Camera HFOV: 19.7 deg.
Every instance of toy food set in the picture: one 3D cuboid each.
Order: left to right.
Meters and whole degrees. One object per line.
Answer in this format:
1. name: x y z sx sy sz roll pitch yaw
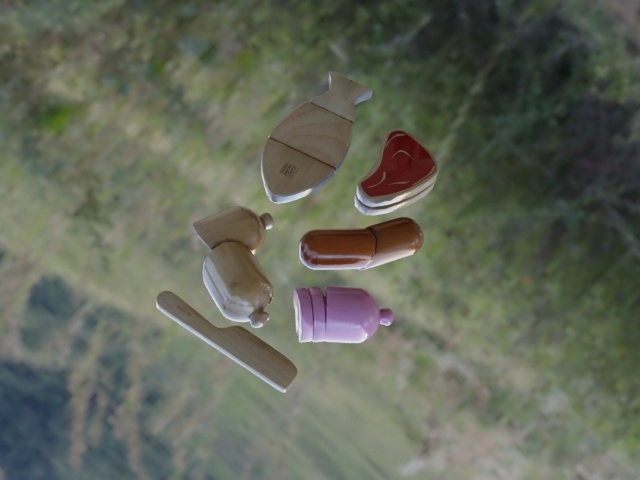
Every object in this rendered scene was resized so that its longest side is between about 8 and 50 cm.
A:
1. toy food set: 0.000 0.000 0.650 0.078 0.122 0.019 33 150 15
